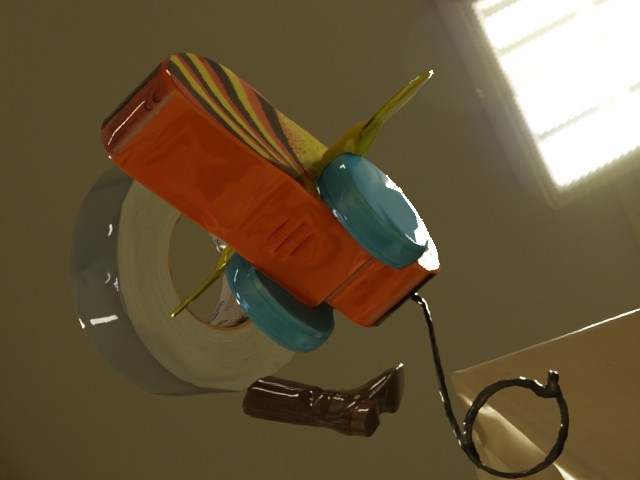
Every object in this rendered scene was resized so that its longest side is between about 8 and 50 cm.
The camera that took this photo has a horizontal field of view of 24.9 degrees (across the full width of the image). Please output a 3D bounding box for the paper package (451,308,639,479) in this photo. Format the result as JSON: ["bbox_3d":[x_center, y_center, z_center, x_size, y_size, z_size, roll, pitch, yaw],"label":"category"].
[{"bbox_3d":[0.292,0.145,0.910,0.324,0.309,0.168,-17,-74,-15],"label":"paper package"}]

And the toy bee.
[{"bbox_3d":[0.000,0.000,0.834,0.195,0.162,0.298,-23,-65,9],"label":"toy bee"}]

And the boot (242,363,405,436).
[{"bbox_3d":[0.002,0.121,1.167,0.114,0.106,0.037,5,-72,24],"label":"boot"}]

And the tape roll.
[{"bbox_3d":[-0.105,0.023,1.248,0.219,0.072,0.219,10,-106,-41],"label":"tape roll"}]
